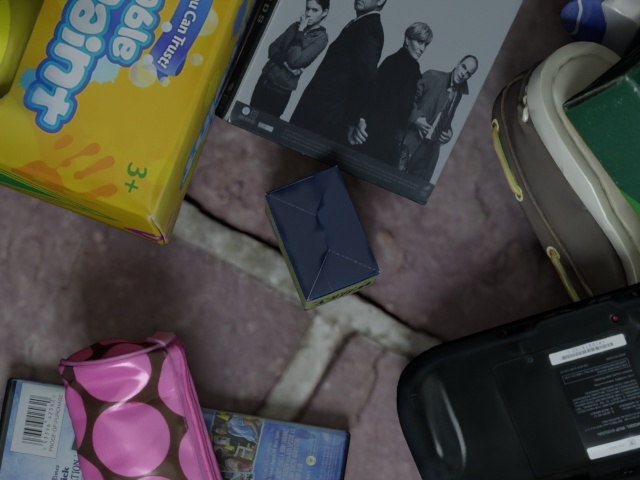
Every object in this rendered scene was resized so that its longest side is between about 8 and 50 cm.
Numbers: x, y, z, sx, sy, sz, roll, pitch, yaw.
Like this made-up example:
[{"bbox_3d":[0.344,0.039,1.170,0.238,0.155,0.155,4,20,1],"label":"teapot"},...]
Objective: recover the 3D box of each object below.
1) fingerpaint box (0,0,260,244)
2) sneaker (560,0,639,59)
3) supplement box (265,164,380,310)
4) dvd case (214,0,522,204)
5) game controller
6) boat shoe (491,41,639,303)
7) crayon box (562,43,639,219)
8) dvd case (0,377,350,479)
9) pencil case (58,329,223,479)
[{"bbox_3d":[-0.204,-0.271,1.070,0.371,0.163,0.445,21,83,1],"label":"fingerpaint box"},{"bbox_3d":[0.242,-0.293,1.116,0.182,0.127,0.315,35,76,6],"label":"sneaker"},{"bbox_3d":[0.000,0.000,1.081,0.056,0.083,0.083,-21,84,-4],"label":"supplement box"},{"bbox_3d":[0.052,-0.163,1.064,0.179,0.029,0.239,22,97,-28],"label":"dvd case"},{"bbox_3d":[0.202,0.118,1.010,0.319,0.067,0.166,-20,87,28],"label":"game controller"},{"bbox_3d":[0.225,0.019,1.077,0.116,0.096,0.324,-29,91,-27],"label":"boat shoe"},{"bbox_3d":[0.341,-0.024,1.039,0.203,0.083,0.323,-39,96,-26],"label":"crayon box"},{"bbox_3d":[-0.116,0.207,1.083,0.253,0.022,0.180,9,83,-1],"label":"dvd case"},{"bbox_3d":[-0.108,0.165,1.032,0.098,0.095,0.209,-21,85,31],"label":"pencil case"}]
